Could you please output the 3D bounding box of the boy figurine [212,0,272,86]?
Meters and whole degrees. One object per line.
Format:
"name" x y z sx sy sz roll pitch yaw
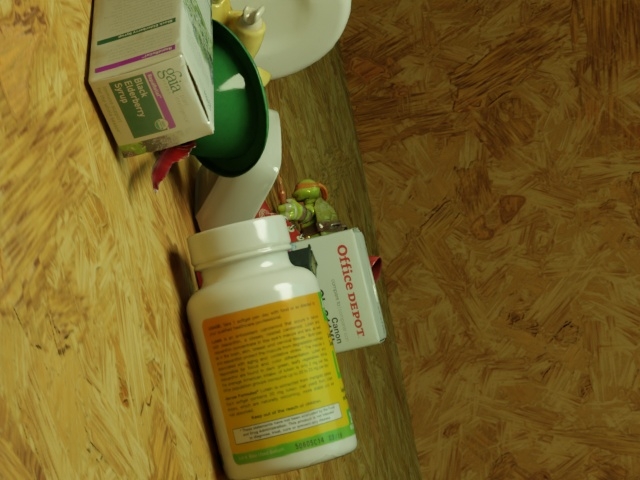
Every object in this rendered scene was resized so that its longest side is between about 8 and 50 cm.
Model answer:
"boy figurine" -0.119 -0.242 1.862 0.092 0.177 0.285 -47 136 -26

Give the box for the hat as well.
"hat" -0.169 -0.123 1.754 0.208 0.184 0.173 -30 -95 56

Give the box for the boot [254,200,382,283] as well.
"boot" -0.022 0.001 2.046 0.088 0.176 0.244 57 19 -64

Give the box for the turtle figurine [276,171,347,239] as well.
"turtle figurine" 0.000 0.000 2.566 0.269 0.087 0.217 44 33 -77

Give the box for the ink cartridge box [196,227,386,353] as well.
"ink cartridge box" -0.030 0.066 1.858 0.072 0.175 0.127 0 76 -83

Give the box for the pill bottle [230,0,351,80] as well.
"pill bottle" -0.088 -0.391 2.085 0.392 0.224 0.224 -96 169 -45

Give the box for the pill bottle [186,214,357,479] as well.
"pill bottle" -0.056 0.104 1.737 0.136 0.136 0.245 3 74 -83

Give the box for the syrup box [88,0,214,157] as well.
"syrup box" -0.159 -0.191 1.666 0.237 0.096 0.093 -94 166 -51

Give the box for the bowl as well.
"bowl" -0.095 -0.072 1.913 0.142 0.053 0.142 -58 -161 30
